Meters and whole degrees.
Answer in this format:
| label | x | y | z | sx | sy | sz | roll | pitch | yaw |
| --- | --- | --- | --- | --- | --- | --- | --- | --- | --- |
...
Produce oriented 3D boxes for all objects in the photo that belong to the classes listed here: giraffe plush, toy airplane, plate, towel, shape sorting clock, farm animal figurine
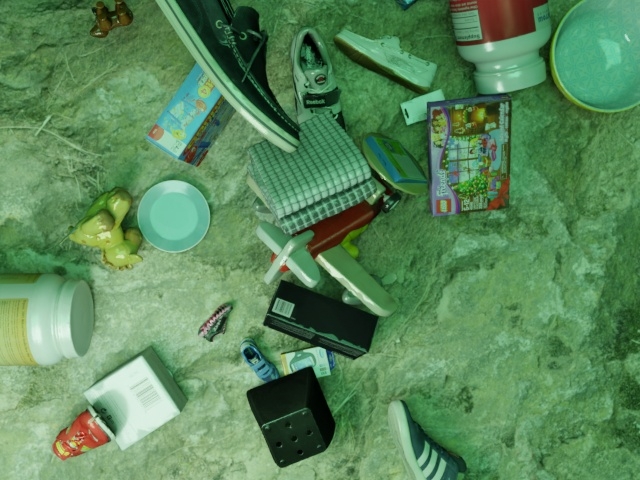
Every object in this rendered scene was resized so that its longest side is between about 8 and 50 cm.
| label | x | y | z | sx | sy | sz | roll | pitch | yaw |
| --- | --- | --- | --- | --- | --- | --- | --- | --- | --- |
| giraffe plush | -0.521 | -0.009 | 1.797 | 0.210 | 0.181 | 0.170 | -46 | 114 | -9 |
| toy airplane | 0.000 | 0.000 | 1.743 | 0.384 | 0.272 | 0.386 | 7 | 59 | -14 |
| plate | -0.380 | -0.063 | 1.854 | 0.188 | 0.024 | 0.188 | 0 | 93 | -1 |
| towel | -0.028 | -0.149 | 1.614 | 0.235 | 0.284 | 0.121 | -26 | 129 | -5 |
| shape sorting clock | 0.185 | -0.192 | 1.784 | 0.206 | 0.206 | 0.040 | 43 | 119 | -3 |
| farm animal figurine | -0.540 | -0.655 | 1.763 | 0.330 | 0.172 | 0.327 | 44 | 79 | 5 |

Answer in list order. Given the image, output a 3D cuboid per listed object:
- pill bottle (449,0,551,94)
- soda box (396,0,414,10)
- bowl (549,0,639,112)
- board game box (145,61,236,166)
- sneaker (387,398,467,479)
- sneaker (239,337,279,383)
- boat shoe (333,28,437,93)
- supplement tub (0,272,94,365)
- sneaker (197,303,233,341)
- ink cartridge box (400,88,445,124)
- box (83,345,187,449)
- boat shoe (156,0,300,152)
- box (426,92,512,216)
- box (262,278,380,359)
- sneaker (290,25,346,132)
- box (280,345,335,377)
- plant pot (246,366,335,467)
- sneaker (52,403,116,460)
| label | x | y | z | sx | sy | sz | roll | pitch | yaw |
| --- | --- | --- | --- | --- | --- | --- | --- | --- | --- |
| pill bottle | 0.428 | -0.574 | 1.720 | 0.229 | 0.229 | 0.408 | -15 | 110 | -1 |
| soda box | 0.278 | -0.686 | 1.819 | 0.210 | 0.067 | 0.071 | -39 | 93 | 0 |
| bowl | 0.700 | -0.458 | 1.793 | 0.289 | 0.156 | 0.290 | 0 | 93 | -1 |
| board game box | -0.267 | -0.331 | 1.706 | 0.086 | 0.302 | 0.308 | 35 | 92 | -3 |
| sneaker | 0.289 | 0.557 | 1.854 | 0.148 | 0.131 | 0.350 | -22 | 99 | -7 |
| sneaker | -0.162 | 0.321 | 1.858 | 0.053 | 0.059 | 0.144 | -40 | 95 | -1 |
| boat shoe | 0.168 | -0.476 | 1.816 | 0.277 | 0.098 | 0.096 | 26 | 90 | -10 |
| supplement tub | -0.742 | 0.194 | 1.755 | 0.316 | 0.228 | 0.228 | 0 | 93 | -1 |
| sneaker | -0.265 | 0.217 | 1.864 | 0.057 | 0.047 | 0.119 | 42 | 94 | -19 |
| ink cartridge box | 0.268 | -0.344 | 1.853 | 0.115 | 0.029 | 0.063 | -19 | 93 | 1 |
| box | -0.470 | 0.401 | 1.825 | 0.182 | 0.119 | 0.181 | -33 | 93 | 1 |
| boat shoe | -0.178 | -0.404 | 1.466 | 0.156 | 0.187 | 0.500 | -34 | 88 | 6 |
| box | 0.373 | -0.211 | 1.793 | 0.200 | 0.057 | 0.293 | -6 | 116 | 0 |
| box | -0.004 | 0.203 | 1.786 | 0.261 | 0.184 | 0.103 | 21 | 71 | -3 |
| sneaker | -0.012 | -0.374 | 1.790 | 0.122 | 0.146 | 0.331 | -15 | 94 | -2 |
| box | -0.031 | 0.324 | 1.877 | 0.136 | 0.028 | 0.081 | -12 | 93 | 1 |
| plant pot | -0.069 | 0.461 | 1.799 | 0.188 | 0.167 | 0.188 | -21 | 104 | -1 |
| sneaker | -0.591 | 0.490 | 1.752 | 0.118 | 0.279 | 0.107 | -37 | 87 | -39 |
